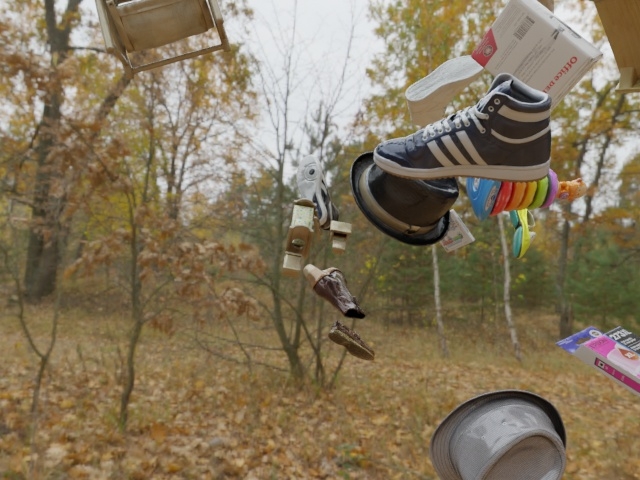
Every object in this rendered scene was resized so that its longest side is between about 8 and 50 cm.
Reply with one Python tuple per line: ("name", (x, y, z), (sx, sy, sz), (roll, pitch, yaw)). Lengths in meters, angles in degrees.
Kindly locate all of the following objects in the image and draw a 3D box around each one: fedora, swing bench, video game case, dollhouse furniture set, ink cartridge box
("fedora", (0.250, -0.147, 1.430), (0.334, 0.334, 0.152), (6, -32, -30))
("swing bench", (-0.360, -0.532, 1.174), (0.253, 0.255, 0.165), (-17, -3, -5))
("video game case", (0.502, -0.034, 2.061), (0.019, 0.143, 0.157), (-36, 1, -30))
("dollhouse furniture set", (0.000, 0.000, 1.297), (0.160, 0.182, 0.101), (10, -49, -5))
("ink cartridge box", (0.471, -0.405, 1.168), (0.092, 0.218, 0.159), (-29, -19, -42))
("ink cartridge box", (0.872, 0.339, 1.492), (0.175, 0.069, 0.371), (-15, 27, -25))
("fedora", (0.359, 0.425, 1.032), (0.275, 0.244, 0.124), (-29, 8, 5))

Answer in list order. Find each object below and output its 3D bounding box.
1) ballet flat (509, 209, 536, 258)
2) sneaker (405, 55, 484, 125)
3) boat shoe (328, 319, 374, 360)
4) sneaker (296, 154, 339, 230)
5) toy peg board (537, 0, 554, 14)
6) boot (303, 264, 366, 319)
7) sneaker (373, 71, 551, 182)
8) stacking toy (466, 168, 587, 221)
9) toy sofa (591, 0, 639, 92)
("ballet flat", (0.707, -0.038, 1.849), (0.077, 0.231, 0.077), (7, -33, -1))
("sneaker", (0.430, -0.508, 1.839), (0.292, 0.108, 0.169), (-27, -31, 0))
("boat shoe", (0.103, 0.306, 1.627), (0.178, 0.060, 0.064), (38, -40, -21))
("sneaker", (-0.003, -0.127, 1.518), (0.079, 0.217, 0.121), (-16, -21, 22))
("toy peg board", (0.603, -0.691, 1.551), (0.161, 0.161, 0.079), (-29, 28, -35))
("boot", (0.062, 0.170, 1.618), (0.207, 0.090, 0.248), (45, 10, 29))
("sneaker", (0.222, -0.180, 0.847), (0.282, 0.153, 0.099), (5, 39, 17))
("stacking toy", (0.548, -0.138, 1.385), (0.301, 0.175, 0.166), (5, 37, -5))
("toy sofa", (0.875, -0.597, 1.466), (0.362, 0.177, 0.150), (47, -16, -32))
